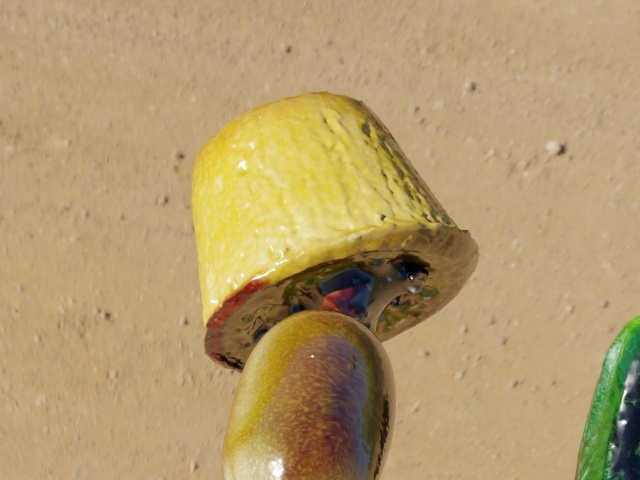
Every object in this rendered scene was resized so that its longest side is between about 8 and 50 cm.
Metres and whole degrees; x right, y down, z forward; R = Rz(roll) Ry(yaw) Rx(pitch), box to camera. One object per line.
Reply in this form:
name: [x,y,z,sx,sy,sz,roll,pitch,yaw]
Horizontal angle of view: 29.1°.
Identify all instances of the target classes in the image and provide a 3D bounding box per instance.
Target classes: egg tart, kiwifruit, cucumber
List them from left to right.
kiwifruit: [-0.004,0.082,0.565,0.075,0.075,0.124,20,38,-1]
egg tart: [0.000,0.000,0.916,0.215,0.215,0.171,-13,63,-14]
cucumber: [0.147,0.175,0.659,0.056,0.056,0.284,15,90,-3]
